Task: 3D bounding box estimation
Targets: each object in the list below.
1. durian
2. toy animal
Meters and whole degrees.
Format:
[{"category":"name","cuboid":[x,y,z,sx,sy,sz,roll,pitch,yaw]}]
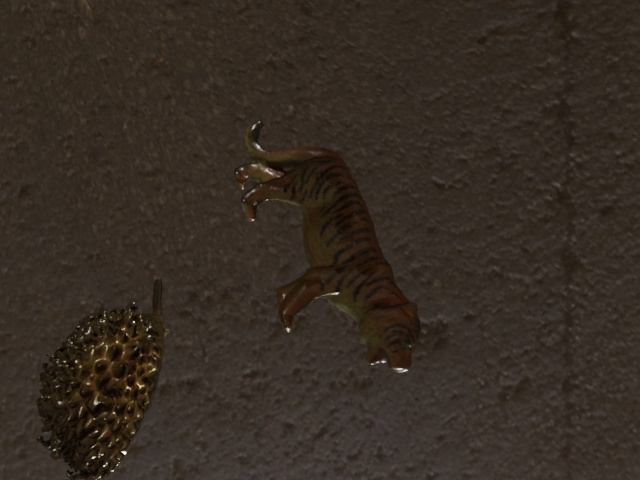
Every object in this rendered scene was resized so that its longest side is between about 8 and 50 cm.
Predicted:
[{"category":"durian","cuboid":[-0.188,0.111,0.694,0.091,0.148,0.189,29,90,-14]},{"category":"toy animal","cuboid":[0.000,0.000,0.641,0.099,0.241,0.057,-20,157,0]}]
